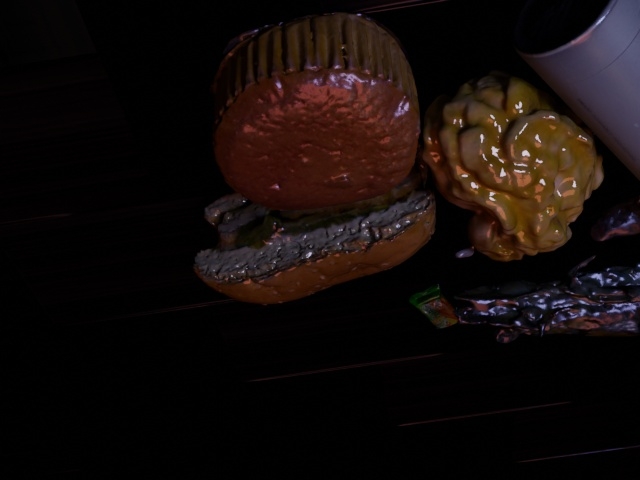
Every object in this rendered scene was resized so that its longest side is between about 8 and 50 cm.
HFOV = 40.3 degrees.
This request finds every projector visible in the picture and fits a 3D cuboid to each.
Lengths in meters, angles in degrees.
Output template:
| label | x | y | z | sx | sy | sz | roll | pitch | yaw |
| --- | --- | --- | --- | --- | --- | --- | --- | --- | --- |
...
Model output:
| label | x | y | z | sx | sy | sz | roll | pitch | yaw |
| --- | --- | --- | --- | --- | --- | --- | --- | --- | --- |
| projector | 0.312 | -0.109 | 0.792 | 0.108 | 0.108 | 0.337 | -34 | 125 | 30 |

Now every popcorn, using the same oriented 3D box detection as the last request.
| label | x | y | z | sx | sy | sz | roll | pitch | yaw |
| --- | --- | --- | --- | --- | --- | --- | --- | --- | --- |
| popcorn | 0.191 | -0.075 | 0.825 | 0.163 | 0.140 | 0.194 | -40 | 119 | -19 |

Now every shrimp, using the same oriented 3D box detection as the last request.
| label | x | y | z | sx | sy | sz | roll | pitch | yaw |
| --- | --- | --- | --- | --- | --- | --- | --- | --- | --- |
| shrimp | 0.376 | 0.029 | 1.045 | 0.444 | 0.085 | 0.272 | -11 | 135 | 2 |

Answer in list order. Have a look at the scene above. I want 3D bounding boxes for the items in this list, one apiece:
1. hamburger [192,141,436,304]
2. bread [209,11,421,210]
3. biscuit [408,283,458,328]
| label | x | y | z | sx | sy | sz | roll | pitch | yaw |
| --- | --- | --- | --- | --- | --- | --- | --- | --- | --- |
| hamburger | 0.000 | 0.000 | 0.924 | 0.261 | 0.124 | 0.131 | -14 | 141 | 11 |
| bread | -0.004 | -0.108 | 0.808 | 0.199 | 0.104 | 0.199 | -3 | 138 | -3 |
| biscuit | 0.153 | 0.090 | 1.136 | 0.046 | 0.016 | 0.089 | -25 | 137 | 22 |
